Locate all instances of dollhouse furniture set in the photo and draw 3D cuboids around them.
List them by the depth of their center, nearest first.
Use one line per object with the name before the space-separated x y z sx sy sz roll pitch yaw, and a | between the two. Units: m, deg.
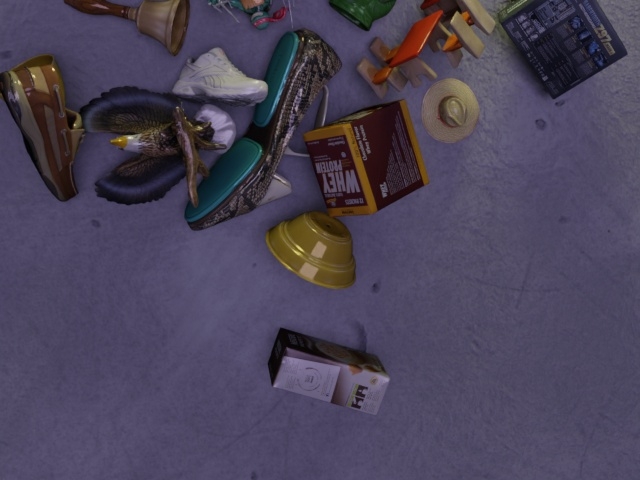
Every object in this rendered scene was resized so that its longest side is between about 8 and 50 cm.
dollhouse furniture set | 0.215 -0.443 1.667 0.135 0.262 0.259 46 53 -24

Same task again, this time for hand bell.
hand bell | -0.400 -0.463 1.652 0.242 0.126 0.126 14 100 2

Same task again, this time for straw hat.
straw hat | 0.294 -0.284 1.799 0.145 0.061 0.144 -2 101 -9

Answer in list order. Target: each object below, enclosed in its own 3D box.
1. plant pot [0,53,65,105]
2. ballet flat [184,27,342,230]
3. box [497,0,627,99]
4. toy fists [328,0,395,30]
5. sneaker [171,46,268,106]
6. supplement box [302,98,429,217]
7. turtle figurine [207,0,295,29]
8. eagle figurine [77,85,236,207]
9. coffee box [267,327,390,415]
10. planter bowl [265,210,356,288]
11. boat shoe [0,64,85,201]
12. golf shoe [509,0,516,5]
plant pot | -0.570 -0.298 1.642 0.134 0.134 0.095 -29 128 -2
ballet flat | -0.097 -0.203 1.721 0.182 0.164 0.482 27 95 -33
box | 0.519 -0.443 1.746 0.183 0.059 0.233 -32 120 25
toy fists | 0.040 -0.566 1.685 0.279 0.096 0.142 33 94 -12
sneaker | -0.203 -0.336 1.653 0.232 0.090 0.115 11 89 30
supplement box | 0.098 -0.172 1.714 0.194 0.129 0.191 -29 108 -37
turtle figurine | -0.148 -0.515 1.654 0.175 0.118 0.234 -22 92 -2
eagle figurine | -0.345 -0.196 1.654 0.225 0.298 0.226 36 68 -37
coffee box | 0.015 0.294 1.836 0.247 0.141 0.098 18 99 -12
planter bowl | 0.000 0.000 1.725 0.217 0.217 0.090 25 115 -13
boat shoe | -0.519 -0.206 1.595 0.120 0.122 0.324 -27 148 -17
golf shoe | 0.513 -0.537 1.772 0.198 0.077 0.093 2 101 -10
